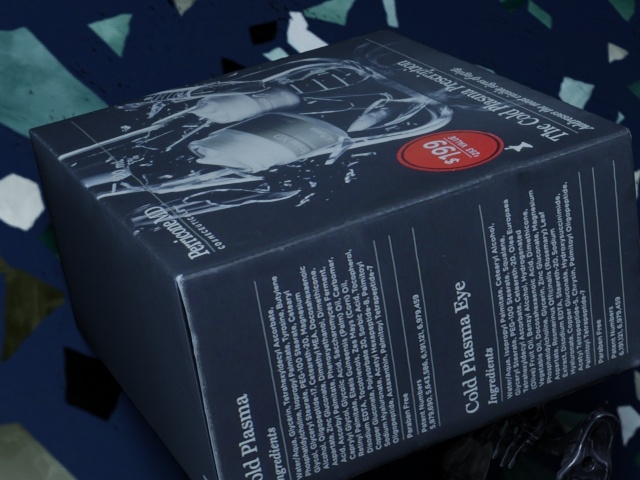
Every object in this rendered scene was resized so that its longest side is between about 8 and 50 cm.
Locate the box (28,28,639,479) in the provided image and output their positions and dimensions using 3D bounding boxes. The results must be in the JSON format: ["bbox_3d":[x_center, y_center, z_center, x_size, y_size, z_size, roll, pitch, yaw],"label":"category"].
[{"bbox_3d":[0.000,0.000,1.029,0.313,0.178,0.343,-19,26,-20],"label":"box"}]

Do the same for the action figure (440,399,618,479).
[{"bbox_3d":[0.111,0.114,1.140,0.164,0.276,0.141,38,91,-24],"label":"action figure"}]
